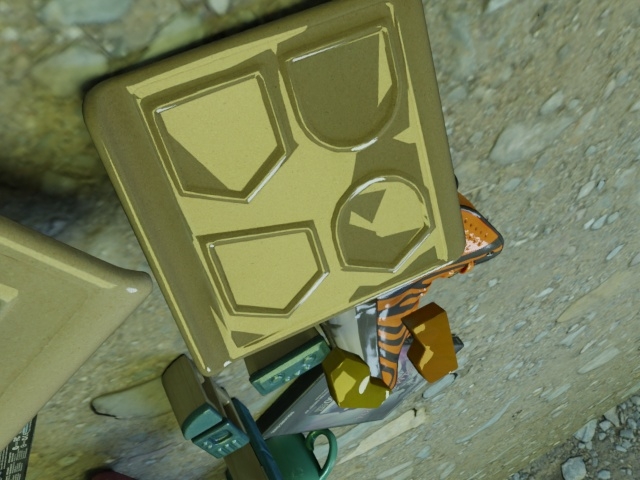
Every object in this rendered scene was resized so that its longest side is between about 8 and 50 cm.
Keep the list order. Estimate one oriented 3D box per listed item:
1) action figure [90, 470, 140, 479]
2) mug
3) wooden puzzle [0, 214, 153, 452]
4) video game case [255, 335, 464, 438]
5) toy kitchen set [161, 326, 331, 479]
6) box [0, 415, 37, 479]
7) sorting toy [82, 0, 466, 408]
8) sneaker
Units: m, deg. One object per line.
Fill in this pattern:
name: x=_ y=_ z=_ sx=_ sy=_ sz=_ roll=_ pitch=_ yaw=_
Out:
action figure: x=-0.171 y=0.379 z=0.755 sx=0.276 sy=0.248 sz=0.370 roll=-12 pitch=146 yaw=-31
mug: x=-0.052 y=0.347 z=0.959 sx=0.130 sy=0.097 sz=0.157 roll=4 pitch=134 yaw=-45
wooden puzzle: x=-0.306 y=0.084 z=0.326 sx=0.322 sy=0.080 sz=0.348 roll=-45 pitch=136 yaw=17
video game case: x=0.062 y=0.200 z=0.929 sx=0.274 sy=0.026 sz=0.196 roll=10 pitch=129 yaw=-47
toy kitchen set: x=-0.048 y=0.182 z=0.710 sx=0.166 sy=0.122 sz=0.207 roll=-30 pitch=149 yaw=-5
box: x=-0.332 y=0.182 z=0.531 sx=0.184 sy=0.045 sz=0.190 roll=-5 pitch=140 yaw=-33
sorting toy: x=0.000 y=0.000 z=0.471 sx=0.229 sy=0.041 sz=0.307 roll=-25 pitch=119 yaw=-15
sneaker: x=0.085 y=0.046 z=0.636 sx=0.180 sy=0.124 sz=0.321 roll=-28 pitch=149 yaw=-7
